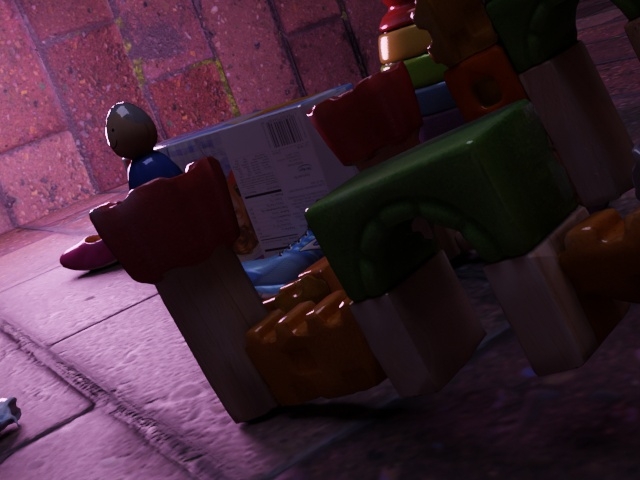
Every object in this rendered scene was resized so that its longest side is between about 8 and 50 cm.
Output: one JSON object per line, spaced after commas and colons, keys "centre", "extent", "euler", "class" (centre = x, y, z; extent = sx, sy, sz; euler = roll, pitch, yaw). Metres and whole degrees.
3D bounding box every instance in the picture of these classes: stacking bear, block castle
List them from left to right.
{"centre": [0.143, -0.247, 1.029], "extent": [0.176, 0.288, 0.164], "euler": [-9, 17, 40], "class": "stacking bear"}
{"centre": [0.106, -0.083, 0.448], "extent": [0.453, 0.212, 0.303], "euler": [-21, 9, 46], "class": "block castle"}

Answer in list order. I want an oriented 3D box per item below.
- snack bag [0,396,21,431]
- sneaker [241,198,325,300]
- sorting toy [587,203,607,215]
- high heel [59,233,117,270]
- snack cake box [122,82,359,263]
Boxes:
{"centre": [-0.427, 0.215, 0.569], "extent": [0.343, 0.037, 0.323], "euler": [-15, 13, 21], "class": "snack bag"}
{"centre": [0.000, 0.000, 0.718], "extent": [0.162, 0.073, 0.063], "euler": [-19, 13, 5], "class": "sneaker"}
{"centre": [0.312, -0.112, 0.594], "extent": [0.366, 0.126, 0.127], "euler": [-13, 15, 26], "class": "sorting toy"}
{"centre": [-0.286, -0.032, 1.181], "extent": [0.244, 0.117, 0.082], "euler": [-13, 15, 27], "class": "high heel"}
{"centre": [-0.068, -0.049, 0.849], "extent": [0.264, 0.152, 0.089], "euler": [-8, 17, 40], "class": "snack cake box"}
